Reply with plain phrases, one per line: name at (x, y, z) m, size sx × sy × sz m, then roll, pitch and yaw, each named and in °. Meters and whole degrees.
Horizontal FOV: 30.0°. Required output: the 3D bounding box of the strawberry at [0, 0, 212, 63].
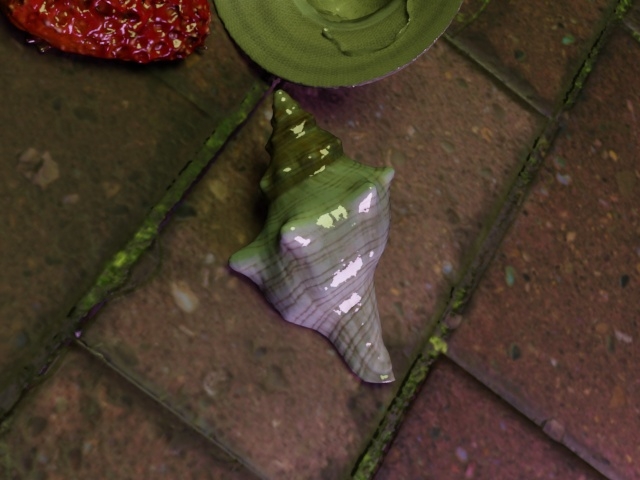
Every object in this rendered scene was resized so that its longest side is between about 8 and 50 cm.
strawberry at (-0.175, -0.214, 0.993) m, size 0.188 × 0.082 × 0.121 m, roll 7°, pitch 59°, yaw -20°

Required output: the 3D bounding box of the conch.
conch at (-0.004, -0.008, 0.957) m, size 0.137 × 0.114 × 0.233 m, roll 0°, pitch 70°, yaw -12°

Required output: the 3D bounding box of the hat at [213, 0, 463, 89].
hat at (0.032, -0.249, 1.090) m, size 0.252 × 0.252 × 0.110 m, roll 66°, pitch 15°, yaw 15°
